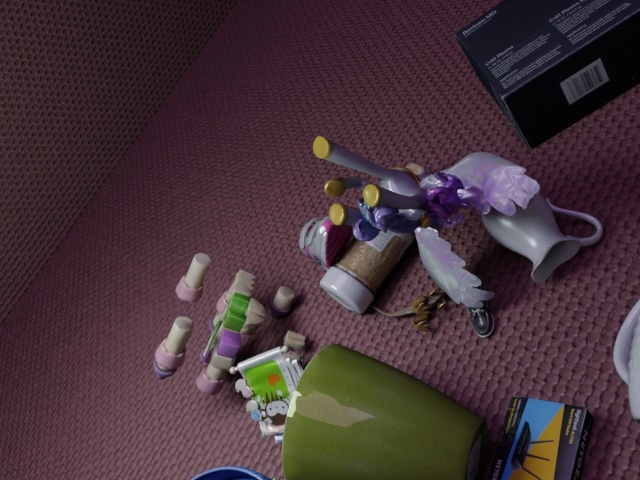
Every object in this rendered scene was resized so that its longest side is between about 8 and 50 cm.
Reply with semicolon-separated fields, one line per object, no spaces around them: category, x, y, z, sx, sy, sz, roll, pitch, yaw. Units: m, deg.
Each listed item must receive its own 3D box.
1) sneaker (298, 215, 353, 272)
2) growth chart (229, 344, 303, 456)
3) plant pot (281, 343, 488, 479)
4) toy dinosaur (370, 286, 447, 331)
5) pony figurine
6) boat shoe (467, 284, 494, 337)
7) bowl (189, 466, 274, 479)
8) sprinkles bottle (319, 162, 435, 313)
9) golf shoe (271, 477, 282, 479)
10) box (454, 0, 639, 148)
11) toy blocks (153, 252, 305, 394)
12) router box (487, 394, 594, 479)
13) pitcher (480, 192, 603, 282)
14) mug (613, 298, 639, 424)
sneaker;0.000;0.000;1.600;0.111;0.252;0.103;35;73;10
growth chart;-0.079;0.337;1.454;0.172;0.021;0.237;-34;82;19
plant pot;0.129;0.343;1.215;0.294;0.274;0.274;9;61;27
toy dinosaur;0.205;0.143;1.466;0.212;0.064;0.112;-27;15;19
pony figurine;0.195;-0.070;1.350;0.351;0.364;0.302;49;125;43
boat shoe;0.313;0.132;1.381;0.046;0.038;0.125;-20;45;26
bowl;-0.155;0.611;1.257;0.391;0.077;0.391;-14;66;35
sprinkles bottle;0.146;-0.007;1.583;0.121;0.121;0.355;24;74;49
golf shoe;-0.121;0.531;1.384;0.273;0.105;0.120;-12;70;36
box;0.533;-0.437;1.580;0.343;0.179;0.312;-32;42;15
toy blocks;-0.222;0.245;1.650;0.288;0.309;0.260;-85;20;-53
router box;0.358;0.352;1.142;0.133;0.046;0.178;0;57;41
pitcher;0.431;-0.037;1.381;0.178;0.125;0.207;-25;49;-9
mug;0.570;0.140;1.005;0.328;0.276;0.374;-60;11;-7
